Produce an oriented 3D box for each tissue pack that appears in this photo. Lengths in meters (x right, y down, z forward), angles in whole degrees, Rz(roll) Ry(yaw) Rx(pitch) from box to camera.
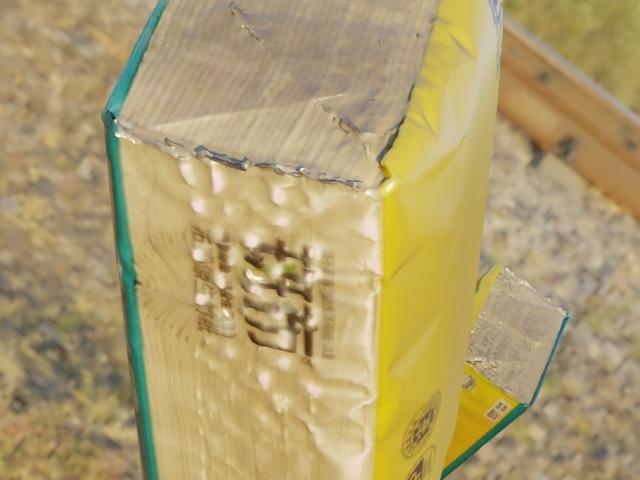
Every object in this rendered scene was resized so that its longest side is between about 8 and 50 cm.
[{"bbox_3d":[0.000,0.000,0.772,0.134,0.271,0.192,11,47,10],"label":"tissue pack"},{"bbox_3d":[0.103,0.110,1.372,0.082,0.169,0.120,37,46,-6],"label":"tissue pack"}]
